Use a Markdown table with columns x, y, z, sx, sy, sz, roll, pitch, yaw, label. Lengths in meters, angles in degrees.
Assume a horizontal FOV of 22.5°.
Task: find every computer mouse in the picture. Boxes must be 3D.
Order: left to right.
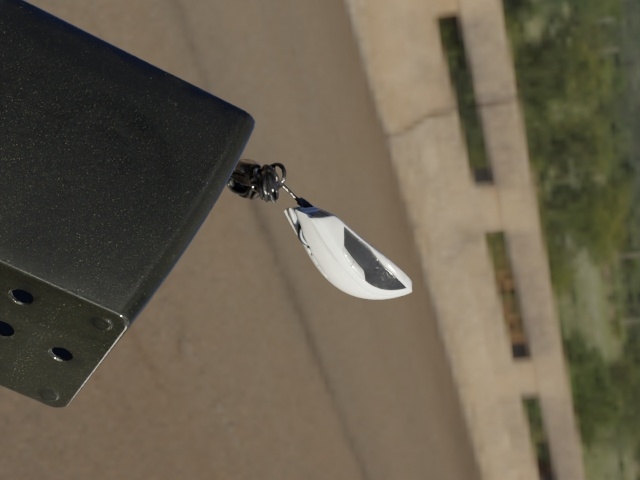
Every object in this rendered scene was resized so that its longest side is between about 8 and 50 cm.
| x | y | z | sx | sy | sz | roll | pitch | yaw | label |
| --- | --- | --- | --- | --- | --- | --- | --- | --- | --- |
| 0.000 | 0.000 | 1.356 | 0.193 | 0.042 | 0.106 | 40 | -12 | -23 | computer mouse |

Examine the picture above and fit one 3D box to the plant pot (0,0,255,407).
| x | y | z | sx | sy | sz | roll | pitch | yaw | label |
| --- | --- | --- | --- | --- | --- | --- | --- | --- | --- |
| -0.177 | -0.008 | 1.014 | 0.188 | 0.187 | 0.167 | -47 | -158 | 48 | plant pot |
